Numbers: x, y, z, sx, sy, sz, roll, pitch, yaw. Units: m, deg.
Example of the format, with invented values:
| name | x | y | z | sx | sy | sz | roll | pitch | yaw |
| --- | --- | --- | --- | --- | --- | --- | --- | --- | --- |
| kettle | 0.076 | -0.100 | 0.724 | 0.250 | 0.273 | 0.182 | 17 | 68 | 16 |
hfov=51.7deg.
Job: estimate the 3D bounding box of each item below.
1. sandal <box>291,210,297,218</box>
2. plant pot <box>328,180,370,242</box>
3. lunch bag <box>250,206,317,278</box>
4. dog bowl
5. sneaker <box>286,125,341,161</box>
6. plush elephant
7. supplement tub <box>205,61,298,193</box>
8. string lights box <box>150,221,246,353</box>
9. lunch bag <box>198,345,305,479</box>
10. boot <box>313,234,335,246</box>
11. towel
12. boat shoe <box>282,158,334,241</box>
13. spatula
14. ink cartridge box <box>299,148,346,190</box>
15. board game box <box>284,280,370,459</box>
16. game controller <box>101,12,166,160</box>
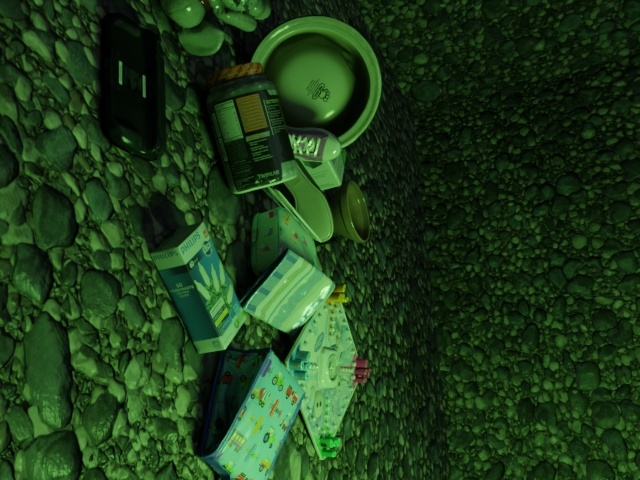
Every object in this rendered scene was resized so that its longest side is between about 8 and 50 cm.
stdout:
| name | x | y | z | sx | sy | sz | roll | pitch | yaw |
| --- | --- | --- | --- | --- | --- | --- | --- | --- | --- |
| sandal | -0.056 | -0.076 | 2.153 | 0.254 | 0.054 | 0.097 | -50 | 125 | -64 |
| plant pot | 0.096 | -0.099 | 2.482 | 0.237 | 0.109 | 0.237 | -12 | 90 | -70 |
| lunch bag | -0.104 | 0.052 | 1.885 | 0.279 | 0.107 | 0.224 | 48 | 37 | -52 |
| dog bowl | -0.021 | -0.474 | 2.037 | 0.150 | 0.407 | 0.408 | -100 | 173 | -79 |
| sneaker | -0.079 | -0.276 | 1.916 | 0.161 | 0.282 | 0.102 | -83 | -176 | -71 |
| plush elephant | -0.284 | -0.623 | 1.654 | 0.330 | 0.255 | 0.272 | -88 | 165 | -51 |
| supplement tub | -0.187 | -0.295 | 1.749 | 0.193 | 0.193 | 0.316 | -32 | 109 | -68 |
| string lights box | -0.268 | 0.106 | 1.475 | 0.133 | 0.076 | 0.260 | -59 | 133 | -59 |
| lunch bag | -0.164 | 0.426 | 1.519 | 0.221 | 0.138 | 0.293 | 60 | 36 | -44 |
| boot | 0.000 | -0.001 | 2.192 | 0.121 | 0.099 | 0.045 | -1 | 81 | -69 |
| towel | -0.084 | 0.149 | 1.796 | 0.034 | 0.209 | 0.285 | 42 | 0 | 35 |
| boat shoe | -0.051 | -0.153 | 2.060 | 0.335 | 0.112 | 0.095 | 59 | 14 | 0 |
| spatula | -0.094 | -0.092 | 1.945 | 0.019 | 0.168 | 0.242 | -49 | 128 | -10 |
| ink cartridge box | -0.021 | -0.349 | 2.304 | 0.211 | 0.121 | 0.289 | -78 | 148 | -48 |
| board game box | 0.038 | 0.388 | 2.004 | 0.390 | 0.050 | 0.390 | -57 | 138 | -50 |
| game controller | -0.403 | -0.333 | 1.427 | 0.166 | 0.067 | 0.319 | 17 | 61 | -50 |
